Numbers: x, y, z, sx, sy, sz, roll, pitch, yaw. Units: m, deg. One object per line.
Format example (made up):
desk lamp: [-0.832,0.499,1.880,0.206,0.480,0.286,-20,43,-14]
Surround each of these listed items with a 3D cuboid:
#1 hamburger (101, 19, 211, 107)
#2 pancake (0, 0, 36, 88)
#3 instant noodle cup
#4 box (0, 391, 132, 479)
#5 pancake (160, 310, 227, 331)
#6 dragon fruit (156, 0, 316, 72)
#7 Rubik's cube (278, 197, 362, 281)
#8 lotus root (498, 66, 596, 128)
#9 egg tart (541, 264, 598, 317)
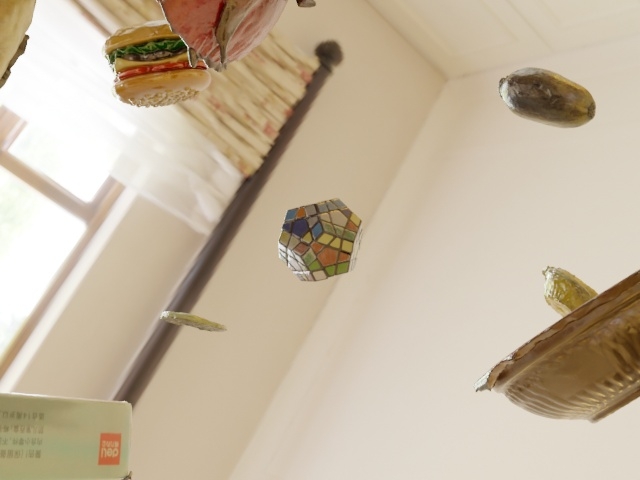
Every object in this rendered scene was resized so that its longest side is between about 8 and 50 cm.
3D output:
hamburger: [-0.232,-0.254,1.296,0.162,0.162,0.115,-9,-87,53]
pancake: [-0.333,-0.204,0.500,0.382,0.382,0.071,-46,-151,11]
instant noodle cup: [0.279,0.098,0.831,0.274,0.274,0.090,-39,-109,22]
box: [-0.298,0.174,0.793,0.135,0.269,0.079,-7,-105,28]
pancake: [-0.194,0.123,1.363,0.108,0.108,0.017,-4,-112,55]
dragon fruit: [-0.084,-0.337,1.049,0.100,0.282,0.343,11,-164,24]
Rubik's cube: [0.000,0.000,1.099,0.093,0.111,0.111,-45,-157,-22]
lotus root: [0.368,-0.235,1.482,0.081,0.089,0.179,-21,-145,-39]
egg tart: [0.316,0.075,1.133,0.039,0.105,0.105,-47,-154,-7]
